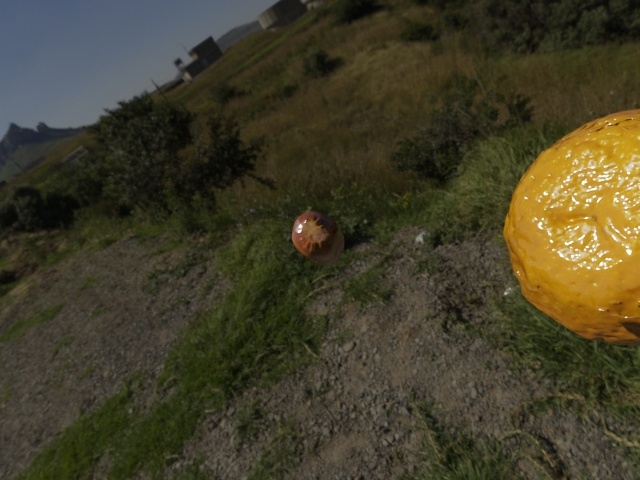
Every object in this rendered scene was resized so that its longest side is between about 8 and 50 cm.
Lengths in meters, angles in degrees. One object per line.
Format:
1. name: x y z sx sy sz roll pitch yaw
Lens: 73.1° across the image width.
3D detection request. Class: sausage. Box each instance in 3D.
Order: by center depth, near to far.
1. sausage: 0.000 0.000 0.406 0.041 0.039 0.131 -62 -9 -4

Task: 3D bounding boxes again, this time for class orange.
1. orange: 0.462 -0.015 0.645 0.340 0.293 0.341 -18 68 51
